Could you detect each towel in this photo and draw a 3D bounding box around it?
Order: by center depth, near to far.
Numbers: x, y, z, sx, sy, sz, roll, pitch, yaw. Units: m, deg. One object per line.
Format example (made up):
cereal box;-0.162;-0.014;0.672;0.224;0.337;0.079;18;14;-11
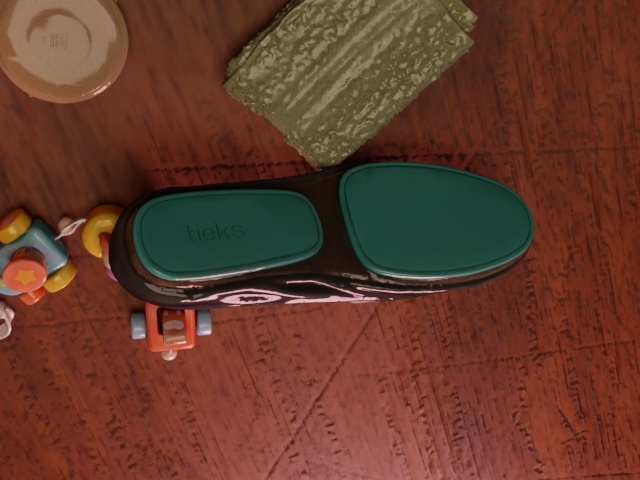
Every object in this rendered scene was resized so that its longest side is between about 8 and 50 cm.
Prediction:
towel;0.020;-0.121;0.588;0.148;0.027;0.110;-44;117;11

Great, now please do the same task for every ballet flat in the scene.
ballet flat;0.000;0.000;0.605;0.280;0.095;0.096;-1;159;-20

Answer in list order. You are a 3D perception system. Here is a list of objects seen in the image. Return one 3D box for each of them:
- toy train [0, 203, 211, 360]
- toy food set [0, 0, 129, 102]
toy train;-0.154;0.037;0.621;0.166;0.046;0.125;1;116;-13
toy food set;-0.158;-0.123;0.553;0.082;0.020;0.083;-14;119;-4
